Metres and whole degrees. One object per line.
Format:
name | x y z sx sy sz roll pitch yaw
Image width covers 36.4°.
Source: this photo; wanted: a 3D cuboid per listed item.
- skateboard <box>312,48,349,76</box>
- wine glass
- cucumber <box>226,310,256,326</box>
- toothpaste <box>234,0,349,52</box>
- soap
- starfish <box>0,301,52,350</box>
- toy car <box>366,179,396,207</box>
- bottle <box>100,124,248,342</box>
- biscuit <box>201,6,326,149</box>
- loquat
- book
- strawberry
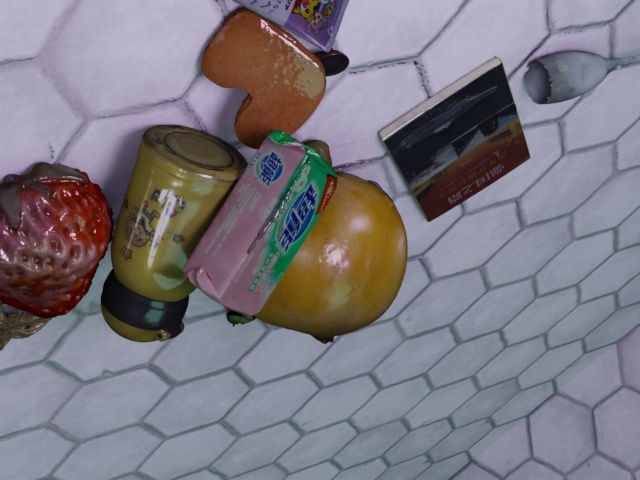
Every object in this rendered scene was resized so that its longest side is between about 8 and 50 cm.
skateboard | -0.025 -0.255 1.531 0.151 0.080 0.067 -27 155 1
wine glass | 0.554 -0.382 1.804 0.309 0.096 0.264 -15 148 -21
cucumber | -0.127 0.118 2.011 0.046 0.070 0.220 32 116 -23
toothpaste | -0.059 -0.354 1.369 0.299 0.073 0.114 9 104 -49
soap | -0.089 -0.020 1.498 0.273 0.098 0.218 -57 161 -3
starfish | -0.566 0.159 1.715 0.209 0.053 0.150 -13 141 -22
toy car | 0.080 -0.027 1.934 0.191 0.097 0.100 -45 154 25
bottle | -0.252 0.005 1.552 0.171 0.171 0.351 3 121 -42
biscuit | -0.097 -0.234 1.461 0.192 0.036 0.186 36 119 -22
loquat | 0.000 0.000 1.732 0.328 0.328 0.360 -6 101 -33
book | 0.277 -0.187 1.932 0.262 0.028 0.374 -34 149 4
strawberry | -0.441 0.034 1.544 0.265 0.149 0.336 -22 149 -15
